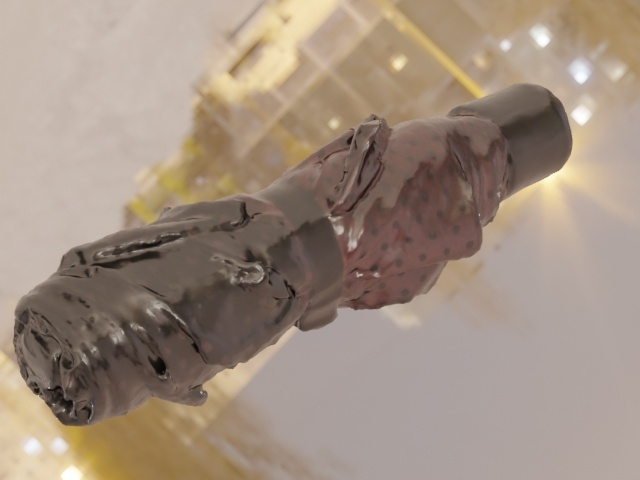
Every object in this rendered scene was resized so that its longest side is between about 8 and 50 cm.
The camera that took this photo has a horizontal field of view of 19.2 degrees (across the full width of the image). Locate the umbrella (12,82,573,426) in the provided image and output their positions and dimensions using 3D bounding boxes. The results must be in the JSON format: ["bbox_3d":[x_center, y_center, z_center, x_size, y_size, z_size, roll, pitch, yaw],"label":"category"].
[{"bbox_3d":[0.000,0.000,0.901,0.326,0.094,0.090,-24,-177,-33],"label":"umbrella"}]
